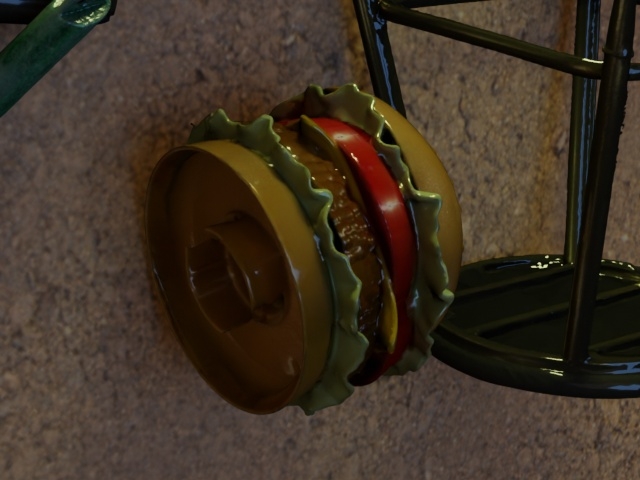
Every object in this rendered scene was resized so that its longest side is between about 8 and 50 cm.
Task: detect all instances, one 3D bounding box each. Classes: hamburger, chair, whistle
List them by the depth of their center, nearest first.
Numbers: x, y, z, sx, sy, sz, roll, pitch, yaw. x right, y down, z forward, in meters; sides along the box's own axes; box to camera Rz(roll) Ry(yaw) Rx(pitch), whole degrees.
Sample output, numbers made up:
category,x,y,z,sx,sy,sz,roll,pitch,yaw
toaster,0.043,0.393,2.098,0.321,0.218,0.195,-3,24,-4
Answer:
category,x,y,z,sx,sy,sz,roll,pitch,yaw
whistle,-0.232,-0.127,1.294,0.186,0.039,0.039,-40,135,22
hamburger,0.000,0.000,1.443,0.212,0.274,0.274,-23,115,-31
chair,0.247,-0.094,1.586,0.364,0.362,0.410,-13,114,-38

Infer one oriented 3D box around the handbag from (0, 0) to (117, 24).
category,x,y,z,sx,sy,sz,roll,pitch,yaw
handbag,-0.259,-0.304,1.256,0.257,0.113,0.285,-1,102,-33
